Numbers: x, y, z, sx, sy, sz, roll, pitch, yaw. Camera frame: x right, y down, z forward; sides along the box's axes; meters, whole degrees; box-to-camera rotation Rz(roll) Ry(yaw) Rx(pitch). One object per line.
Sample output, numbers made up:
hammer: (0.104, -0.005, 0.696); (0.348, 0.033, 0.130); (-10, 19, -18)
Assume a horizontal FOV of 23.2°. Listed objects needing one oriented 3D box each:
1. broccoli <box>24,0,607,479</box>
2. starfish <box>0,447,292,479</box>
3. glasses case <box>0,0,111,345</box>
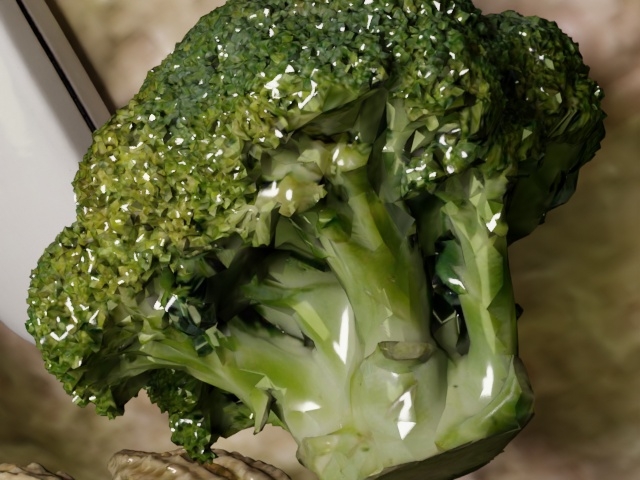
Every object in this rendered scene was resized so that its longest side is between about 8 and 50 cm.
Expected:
broccoli: (0.000, 0.000, 0.407); (0.162, 0.146, 0.138); (-36, 64, 36)
starfish: (0.001, 0.103, 0.463); (0.277, 0.236, 0.062); (19, 87, -19)
glasses case: (-0.099, -0.035, 0.467); (0.063, 0.041, 0.164); (-16, 117, 23)
